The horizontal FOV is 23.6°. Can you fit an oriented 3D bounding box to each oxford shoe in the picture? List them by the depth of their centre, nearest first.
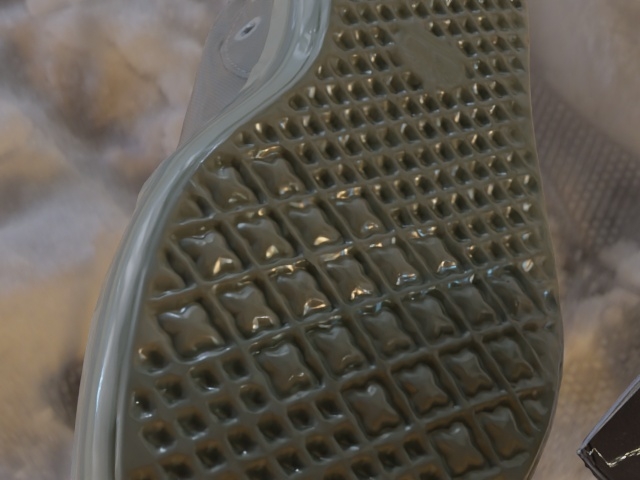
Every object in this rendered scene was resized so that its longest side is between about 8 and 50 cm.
[{"bbox_3d":[0.000,0.000,0.612,0.169,0.130,0.449,31,38,-16],"label":"oxford shoe"}]

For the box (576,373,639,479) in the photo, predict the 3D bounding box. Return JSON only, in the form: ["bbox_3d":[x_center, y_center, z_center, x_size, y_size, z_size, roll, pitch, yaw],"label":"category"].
[{"bbox_3d":[0.233,0.111,0.426,0.307,0.242,0.076,43,110,12],"label":"box"}]
